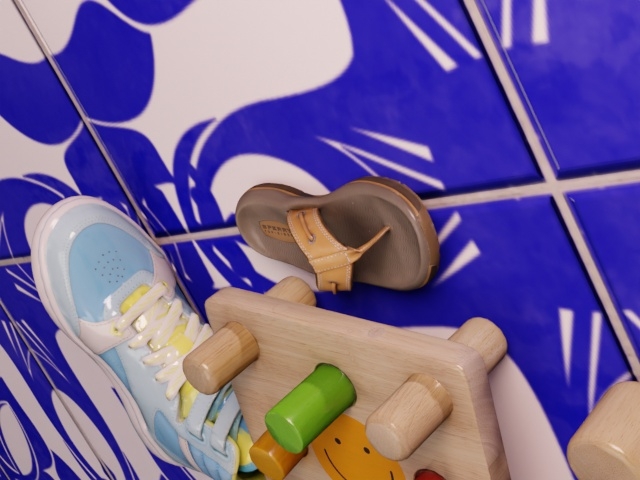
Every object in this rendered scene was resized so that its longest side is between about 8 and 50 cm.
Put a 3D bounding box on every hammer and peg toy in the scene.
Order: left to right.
[{"bbox_3d":[0.075,0.177,0.790,0.361,0.127,0.266,12,128,41],"label":"hammer and peg toy"}]

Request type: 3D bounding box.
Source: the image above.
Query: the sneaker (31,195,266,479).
[{"bbox_3d":[-0.119,0.099,0.984,0.208,0.127,0.319,14,141,47],"label":"sneaker"}]

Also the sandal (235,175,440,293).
[{"bbox_3d":[0.000,0.000,0.794,0.219,0.060,0.090,10,129,47],"label":"sandal"}]
